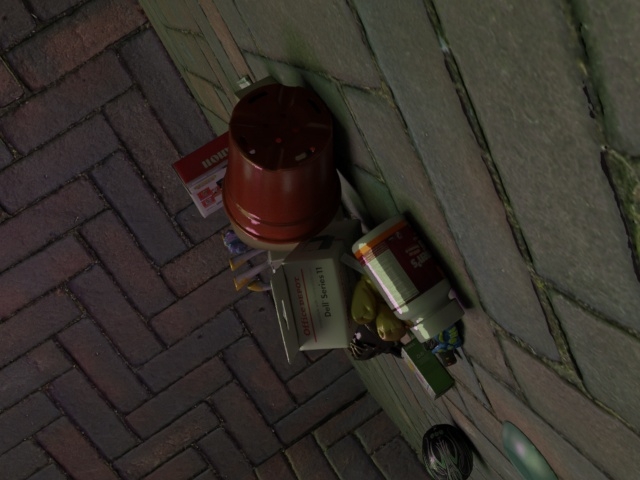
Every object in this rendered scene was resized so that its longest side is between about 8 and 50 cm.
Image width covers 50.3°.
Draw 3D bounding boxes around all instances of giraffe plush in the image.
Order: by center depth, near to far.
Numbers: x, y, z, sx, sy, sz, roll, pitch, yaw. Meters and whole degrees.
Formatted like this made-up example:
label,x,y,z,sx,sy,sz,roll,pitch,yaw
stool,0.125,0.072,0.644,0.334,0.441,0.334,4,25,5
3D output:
label,x,y,z,sx,sy,sz,roll,pitch,yaw
giraffe plush,0.139,0.092,1.455,0.210,0.181,0.170,48,-169,4

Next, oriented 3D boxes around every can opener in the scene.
label,x,y,z,sx,sy,sz,roll,pitch,yaw
can opener,0.240,0.347,2.222,0.186,0.073,0.059,163,113,-79

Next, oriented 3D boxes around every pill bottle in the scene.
label,x,y,z,sx,sy,sz,roll,pitch,yaw
pill bottle,0.165,0.071,1.271,0.221,0.121,0.121,56,172,6

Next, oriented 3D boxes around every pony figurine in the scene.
label,x,y,z,sx,sy,sz,roll,pitch,yaw
pony figurine,-0.149,0.006,2.384,0.303,0.363,0.351,-122,19,-63

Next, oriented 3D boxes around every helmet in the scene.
label,x,y,z,sx,sy,sz,roll,pitch,yaw
helmet,0.397,0.675,2.129,0.161,0.169,0.169,-105,-11,-57

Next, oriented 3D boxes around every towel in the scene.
label,x,y,z,sx,sy,sz,roll,pitch,yaw
towel,-0.183,-0.393,1.930,0.152,0.023,0.113,59,173,-15

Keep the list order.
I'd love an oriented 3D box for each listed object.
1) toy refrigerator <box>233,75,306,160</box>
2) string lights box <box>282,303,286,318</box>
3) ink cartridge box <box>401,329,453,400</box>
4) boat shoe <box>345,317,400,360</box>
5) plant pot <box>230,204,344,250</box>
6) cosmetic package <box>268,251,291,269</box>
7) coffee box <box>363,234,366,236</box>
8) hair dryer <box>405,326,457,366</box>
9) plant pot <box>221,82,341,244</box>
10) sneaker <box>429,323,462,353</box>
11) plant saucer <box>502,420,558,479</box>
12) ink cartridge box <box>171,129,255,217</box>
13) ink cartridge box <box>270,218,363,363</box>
label,x,y,z,sx,sy,sz,roll,pitch,yaw
toy refrigerator,-0.115,-0.256,1.673,0.094,0.102,0.269,48,164,46
string lights box,-0.025,0.199,2.452,0.077,0.259,0.133,53,172,30
ink cartridge box,0.272,0.326,1.855,0.209,0.062,0.109,54,173,21
boat shoe,0.126,0.267,1.830,0.132,0.130,0.355,51,171,18
plant pot,-0.068,-0.073,1.822,0.274,0.256,0.256,18,144,52
cosmetic package,-0.124,-0.080,2.095,0.160,0.113,0.309,96,163,-79
coffee box,0.137,0.068,1.737,0.184,0.040,0.113,58,171,-11
hair dryer,0.198,0.170,1.620,0.293,0.080,0.223,59,172,-12
plant pot,-0.083,-0.168,1.422,0.272,0.272,0.265,54,164,19
sneaker,0.258,0.187,1.440,0.188,0.067,0.078,68,-173,-61
plant saucer,0.452,0.488,1.495,0.195,0.037,0.195,55,172,12
ink cartridge box,-0.291,-0.244,2.137,0.130,0.309,0.272,55,171,17
ink cartridge box,0.015,0.102,1.486,0.353,0.119,0.207,-51,-48,-66
